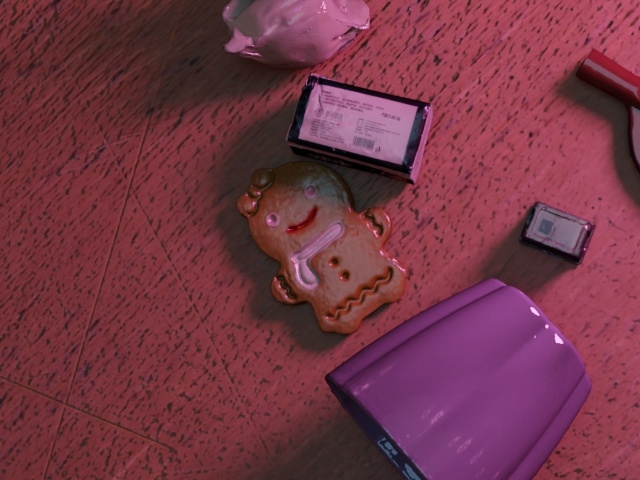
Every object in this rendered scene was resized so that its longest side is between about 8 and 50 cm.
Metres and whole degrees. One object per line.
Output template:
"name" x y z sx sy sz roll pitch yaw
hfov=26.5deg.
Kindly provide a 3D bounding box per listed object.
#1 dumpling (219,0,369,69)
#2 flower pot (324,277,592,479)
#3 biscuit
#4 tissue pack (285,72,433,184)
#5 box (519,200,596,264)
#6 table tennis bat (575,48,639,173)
"dumpling" -0.040 -0.291 1.758 0.199 0.118 0.136 -16 65 -14
"flower pot" 0.178 0.188 1.625 0.243 0.265 0.265 -40 80 -11
"biscuit" -0.001 -0.001 1.761 0.184 0.035 0.249 -35 80 5
"tissue pack" 0.051 -0.143 1.736 0.170 0.090 0.103 16 88 9
"box" 0.297 -0.011 1.698 0.085 0.063 0.060 23 88 10
"table tennis bat" 0.462 -0.144 1.695 0.310 0.038 0.200 33 91 10
